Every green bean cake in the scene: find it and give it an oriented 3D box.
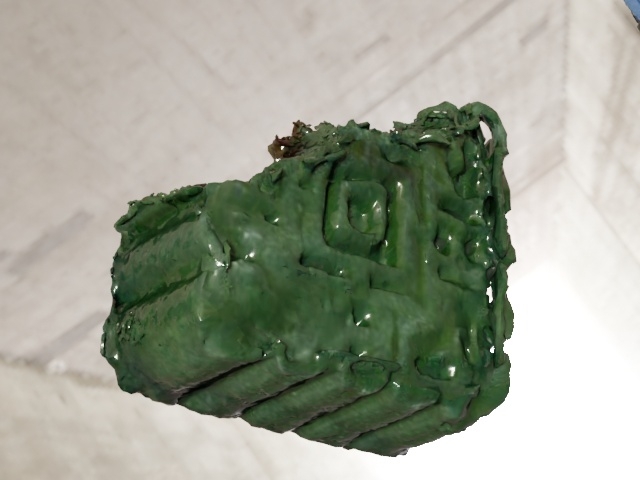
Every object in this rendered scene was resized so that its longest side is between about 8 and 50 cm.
[{"bbox_3d":[0.000,0.000,0.770,0.208,0.193,0.107,16,-23,-30],"label":"green bean cake"}]

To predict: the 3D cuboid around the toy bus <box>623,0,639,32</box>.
[{"bbox_3d":[0.148,-0.040,0.442,0.061,0.051,0.153,-40,-39,24],"label":"toy bus"}]
